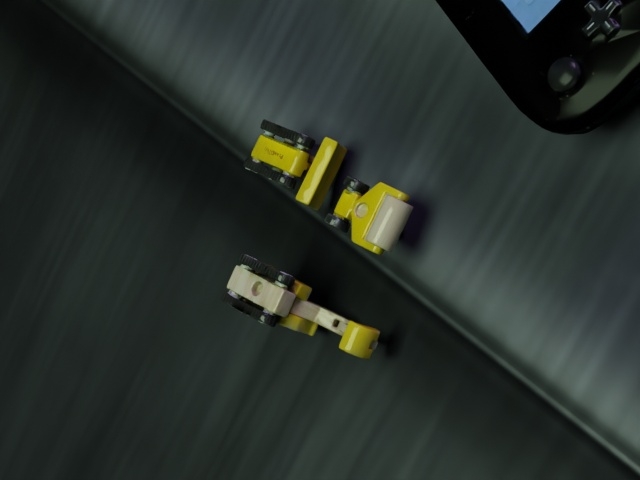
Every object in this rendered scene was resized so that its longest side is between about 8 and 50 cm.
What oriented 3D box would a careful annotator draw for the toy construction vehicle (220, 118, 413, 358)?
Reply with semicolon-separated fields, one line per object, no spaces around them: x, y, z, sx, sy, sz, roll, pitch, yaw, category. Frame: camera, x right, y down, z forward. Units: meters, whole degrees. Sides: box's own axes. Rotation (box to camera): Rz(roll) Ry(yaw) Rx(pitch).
0.000;0.000;0.738;0.098;0.035;0.086;22;89;43;toy construction vehicle

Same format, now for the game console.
0.053;-0.203;0.702;0.213;0.044;0.361;-52;52;27;game console
